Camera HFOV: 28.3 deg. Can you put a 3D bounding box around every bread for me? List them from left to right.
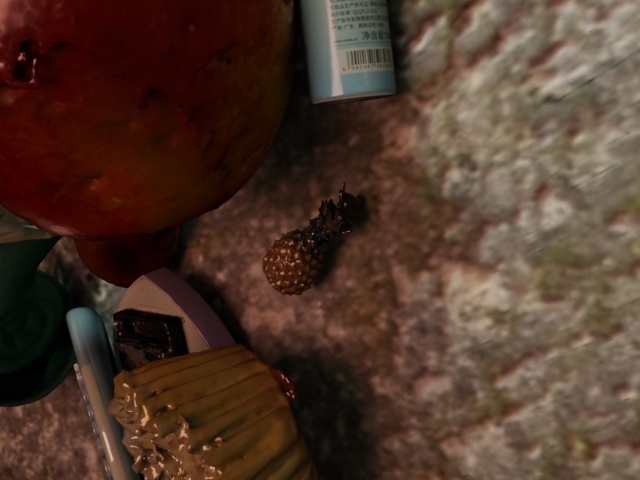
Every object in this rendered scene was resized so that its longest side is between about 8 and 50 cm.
[{"bbox_3d":[-0.085,0.226,1.170,0.274,0.149,0.274,55,161,30],"label":"bread"}]

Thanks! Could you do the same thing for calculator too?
[{"bbox_3d":[-0.232,0.178,1.373,0.303,0.042,0.188,-117,14,-53],"label":"calculator"}]

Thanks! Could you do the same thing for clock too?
[{"bbox_3d":[-0.162,0.116,1.315,0.198,0.064,0.172,5,113,47],"label":"clock"}]

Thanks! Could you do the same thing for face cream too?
[{"bbox_3d":[0.015,-0.230,1.056,0.075,0.075,0.229,-2,94,49],"label":"face cream"}]

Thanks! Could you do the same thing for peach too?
[{"bbox_3d":[-0.177,-0.209,1.068,0.353,0.339,0.417,-122,26,-57],"label":"peach"}]

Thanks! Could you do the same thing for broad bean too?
[{"bbox_3d":[-0.204,-0.010,1.345,0.114,0.084,0.165,47,137,13],"label":"broad bean"}]

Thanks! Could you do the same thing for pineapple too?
[{"bbox_3d":[0.000,0.000,1.143,0.124,0.058,0.058,-40,67,36],"label":"pineapple"}]

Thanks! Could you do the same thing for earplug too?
[{"bbox_3d":[-0.364,0.066,1.491,0.280,0.163,0.258,-16,79,60],"label":"earplug"}]

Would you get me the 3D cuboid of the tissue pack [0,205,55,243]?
[{"bbox_3d":[-0.478,-0.126,1.325,0.380,0.207,0.297,-9,81,15],"label":"tissue pack"}]
